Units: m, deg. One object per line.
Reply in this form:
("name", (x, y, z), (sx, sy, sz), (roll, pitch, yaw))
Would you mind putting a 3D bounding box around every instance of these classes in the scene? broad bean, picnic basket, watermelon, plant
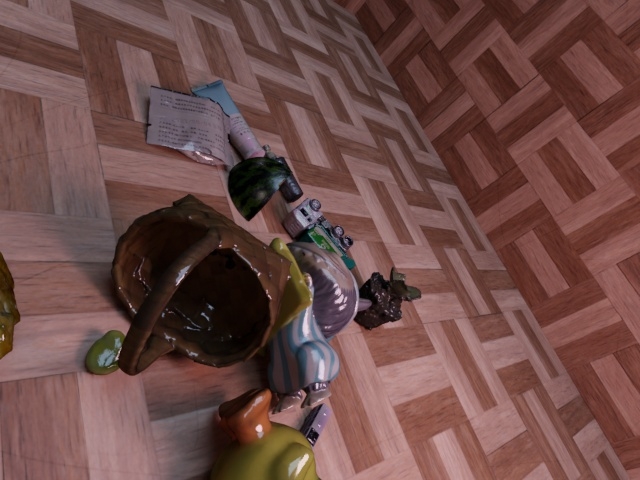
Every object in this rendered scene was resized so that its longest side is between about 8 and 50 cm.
("broad bean", (-0.383, 0.203, 0.809), (0.063, 0.045, 0.083), (34, 46, -19))
("picnic basket", (-0.247, 0.104, 0.808), (0.337, 0.293, 0.337), (27, 22, -12))
("watermelon", (-0.189, -0.149, 1.293), (0.145, 0.193, 0.137), (-62, 152, -51))
("plant", (0.188, 0.169, 1.323), (0.142, 0.203, 0.131), (33, 31, -14))

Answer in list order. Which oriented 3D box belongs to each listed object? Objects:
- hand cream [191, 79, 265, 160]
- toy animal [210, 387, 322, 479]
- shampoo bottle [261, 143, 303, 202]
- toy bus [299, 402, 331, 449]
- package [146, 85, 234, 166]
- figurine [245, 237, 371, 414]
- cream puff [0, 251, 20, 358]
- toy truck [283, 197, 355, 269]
("hand cream", (-0.292, -0.383, 1.440), (0.111, 0.070, 0.312), (-28, 75, -24))
("toy animal", (-0.084, 0.442, 0.791), (0.191, 0.216, 0.338), (-30, 84, -27))
("shampoo bottle", (-0.132, -0.221, 1.464), (0.057, 0.063, 0.208), (-22, 77, -43))
("toy bus", (-0.019, 0.420, 0.991), (0.037, 0.052, 0.131), (49, 34, -3))
("package", (-0.362, -0.329, 1.287), (0.251, 0.062, 0.204), (12, 59, -36))
("figurine", (0.025, 0.181, 1.082), (0.377, 0.266, 0.361), (0, 68, -41))
("cream puff", (-0.539, 0.067, 0.600), (0.185, 0.282, 0.282), (-12, 64, -23))
("toy truck", (0.000, 0.000, 1.359), (0.253, 0.114, 0.124), (50, 46, 1))
